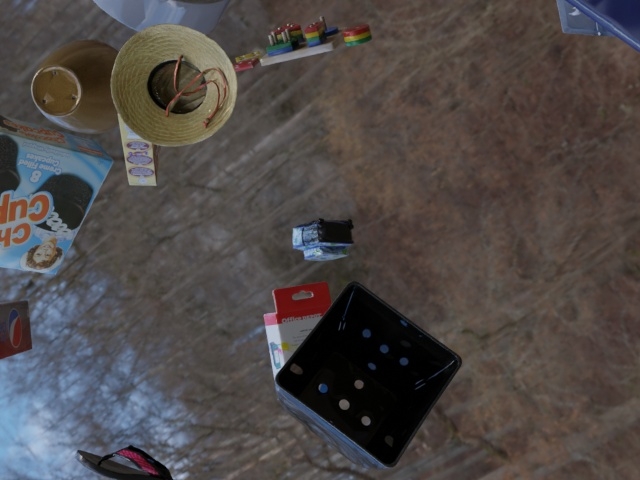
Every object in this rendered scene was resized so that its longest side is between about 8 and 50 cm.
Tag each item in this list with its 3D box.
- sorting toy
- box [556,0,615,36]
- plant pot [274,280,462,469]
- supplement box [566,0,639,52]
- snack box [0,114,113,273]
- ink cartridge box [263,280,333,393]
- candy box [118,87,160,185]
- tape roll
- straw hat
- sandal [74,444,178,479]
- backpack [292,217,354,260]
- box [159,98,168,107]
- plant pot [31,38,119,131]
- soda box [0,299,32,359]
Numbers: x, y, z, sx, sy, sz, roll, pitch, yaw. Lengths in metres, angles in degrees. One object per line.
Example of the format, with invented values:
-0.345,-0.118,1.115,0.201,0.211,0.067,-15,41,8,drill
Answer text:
-0.039,-0.352,1.500,0.132,0.275,0.046,-62,-41,-61,sorting toy
0.337,-0.314,0.916,0.056,0.183,0.231,-61,-36,-22,box
0.052,0.205,1.190,0.188,0.167,0.187,35,-118,8,plant pot
0.198,-0.244,0.472,0.195,0.194,0.356,25,-148,-25,supplement box
-0.434,-0.066,1.050,0.322,0.187,0.060,12,-155,-48,snack box
-0.036,0.210,1.807,0.134,0.078,0.231,-7,-95,-25,ink cartridge box
-0.296,-0.187,1.423,0.186,0.053,0.109,97,172,-57,candy box
-0.223,-0.380,1.187,0.219,0.072,0.219,18,-131,-22,tape roll
-0.159,-0.174,0.981,0.144,0.144,0.061,52,-169,-2,straw hat
-0.213,0.282,1.061,0.179,0.040,0.067,16,174,5,sandal
0.000,0.000,1.773,0.105,0.114,0.084,1,-94,-41,backpack
-0.288,-0.275,1.746,0.045,0.190,0.184,42,168,-2,box
-0.590,-0.362,2.056,0.237,0.237,0.254,49,-170,-7,plant pot
-0.543,0.148,1.374,0.263,0.084,0.092,123,143,-88,soda box
